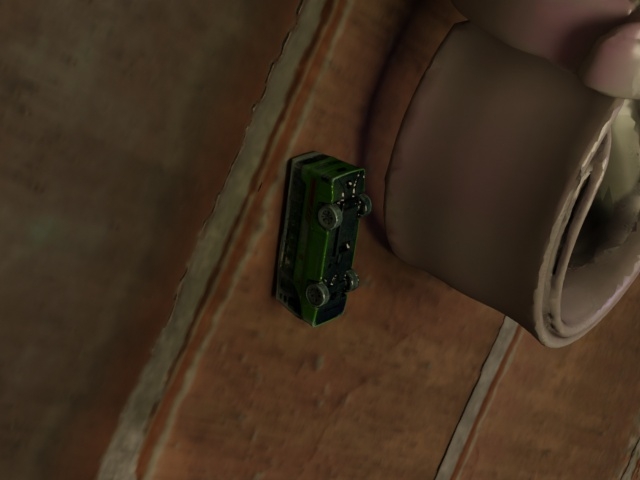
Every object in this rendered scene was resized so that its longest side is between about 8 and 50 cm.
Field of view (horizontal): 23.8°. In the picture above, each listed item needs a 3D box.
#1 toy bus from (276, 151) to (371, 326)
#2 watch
[{"bbox_3d":[0.000,0.000,0.765,0.031,0.037,0.083,-22,128,-48],"label":"toy bus"},{"bbox_3d":[0.164,-0.062,0.827,0.244,0.196,0.231,-31,140,-46],"label":"watch"}]
